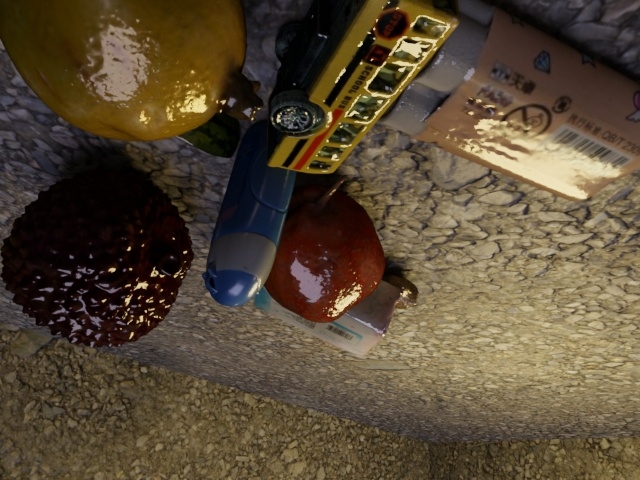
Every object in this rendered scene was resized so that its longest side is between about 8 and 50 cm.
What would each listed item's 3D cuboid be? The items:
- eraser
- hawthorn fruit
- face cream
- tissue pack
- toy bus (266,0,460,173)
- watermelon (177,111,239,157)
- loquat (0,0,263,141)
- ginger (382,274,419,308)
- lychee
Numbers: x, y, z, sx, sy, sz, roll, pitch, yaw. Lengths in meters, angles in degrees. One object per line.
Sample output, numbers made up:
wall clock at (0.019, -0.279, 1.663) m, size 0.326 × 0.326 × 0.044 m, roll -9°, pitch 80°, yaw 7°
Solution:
eraser at (0.225, -0.143, 0.547) m, size 0.291 × 0.087 × 0.171 m, roll 17°, pitch 148°, yaw -17°
hawthorn fruit at (0.000, 0.000, 0.774) m, size 0.211 × 0.210 × 0.262 m, roll 6°, pitch 133°, yaw 6°
face cream at (-0.092, -0.036, 0.651) m, size 0.083 × 0.263 × 0.149 m, roll 24°, pitch 148°, yaw -23°
tissue pack at (0.007, 0.115, 0.978) m, size 0.271 × 0.124 × 0.201 m, roll 27°, pitch 154°, yaw 5°
toy bus at (0.034, -0.197, 0.482) m, size 0.123 × 0.121 × 0.335 m, roll 12°, pitch 152°, yaw -22°
watermelon at (-0.168, -0.175, 0.660) m, size 0.163 × 0.087 × 0.069 m, roll 28°, pitch 109°, yaw -34°
loquat at (-0.162, -0.190, 0.456) m, size 0.246 × 0.213 × 0.213 m, roll 33°, pitch 147°, yaw -8°
ginger at (0.145, 0.110, 1.049) m, size 0.165 × 0.067 × 0.096 m, roll 2°, pitch 159°, yaw 43°
lychee at (-0.368, 0.026, 0.814) m, size 0.330 × 0.306 × 0.306 m, roll 4°, pitch 150°, yaw 16°
